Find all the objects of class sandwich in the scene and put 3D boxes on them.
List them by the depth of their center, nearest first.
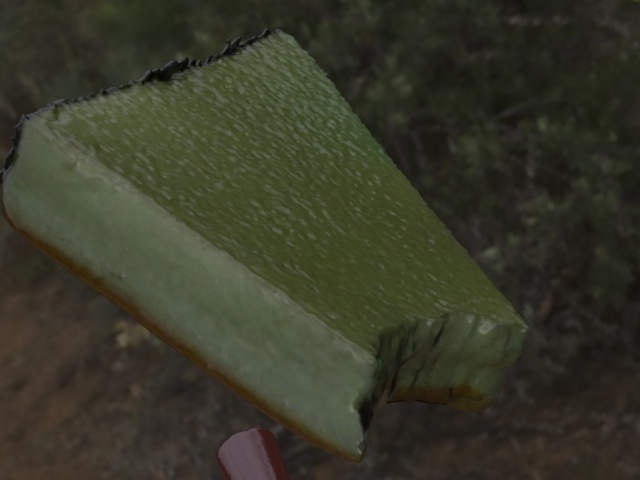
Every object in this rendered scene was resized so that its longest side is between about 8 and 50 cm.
[{"bbox_3d":[0.000,0.000,0.789,0.063,0.212,0.245,-61,-14,27],"label":"sandwich"}]

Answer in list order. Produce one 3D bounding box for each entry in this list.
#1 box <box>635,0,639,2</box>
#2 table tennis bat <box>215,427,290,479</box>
[{"bbox_3d":[0.197,-0.254,0.956,0.220,0.141,0.064,-59,31,3],"label":"box"},{"bbox_3d":[-0.011,0.263,1.306,0.268,0.051,0.415,-18,28,-8],"label":"table tennis bat"}]
